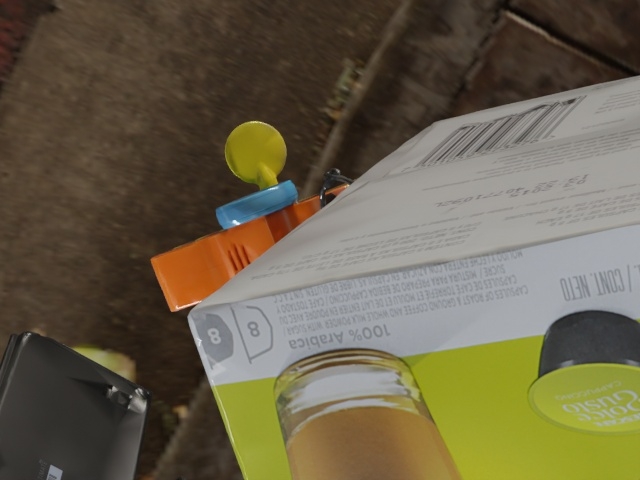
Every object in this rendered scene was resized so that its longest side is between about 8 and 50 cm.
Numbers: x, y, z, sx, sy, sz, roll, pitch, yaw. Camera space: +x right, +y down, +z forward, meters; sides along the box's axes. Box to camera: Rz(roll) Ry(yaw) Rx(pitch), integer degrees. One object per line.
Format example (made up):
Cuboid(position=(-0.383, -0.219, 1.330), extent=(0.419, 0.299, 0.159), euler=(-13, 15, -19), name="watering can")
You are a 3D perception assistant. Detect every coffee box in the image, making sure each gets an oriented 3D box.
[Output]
Cuboid(position=(0.191, 0.103, 1.014), extent=(0.337, 0.338, 0.334), euler=(-11, 105, 29), name="coffee box")

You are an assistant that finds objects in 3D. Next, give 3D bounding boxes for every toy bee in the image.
Cuboid(position=(0.000, 0.000, 1.522), extent=(0.298, 0.162, 0.195), euler=(12, 116, 45), name="toy bee")

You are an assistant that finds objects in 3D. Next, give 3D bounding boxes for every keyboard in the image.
Cuboid(position=(-0.164, 0.205, 1.272), extent=(0.201, 0.317, 0.033), euler=(30, 123, -16), name="keyboard")
